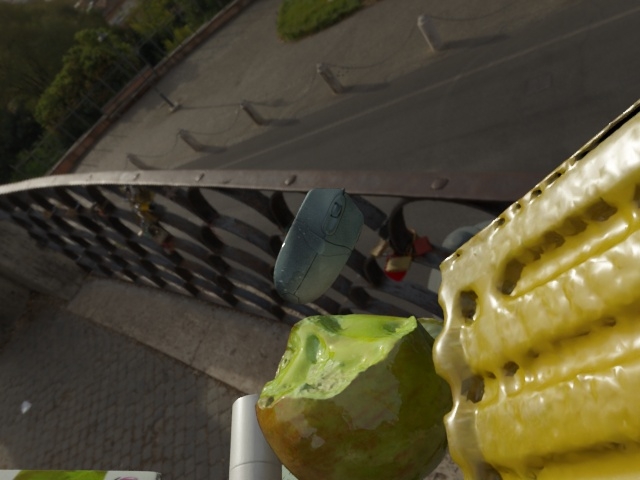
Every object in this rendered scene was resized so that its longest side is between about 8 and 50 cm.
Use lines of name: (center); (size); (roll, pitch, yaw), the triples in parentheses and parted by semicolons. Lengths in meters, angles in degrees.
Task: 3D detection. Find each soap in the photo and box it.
soap: (0.232, 0.088, 0.387); (0.335, 0.156, 0.293); (123, 152, -54)

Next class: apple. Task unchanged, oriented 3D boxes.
apple: (0.057, 0.191, 0.650); (0.226, 0.246, 0.246); (-36, 38, 23)

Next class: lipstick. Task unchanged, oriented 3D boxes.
lipstick: (-0.103, 0.414, 0.826); (0.087, 0.087, 0.326); (-29, 40, 20)

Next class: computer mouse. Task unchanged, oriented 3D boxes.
computer mouse: (0.001, 0.000, 0.864); (0.228, 0.113, 0.068); (-64, 9, -17)

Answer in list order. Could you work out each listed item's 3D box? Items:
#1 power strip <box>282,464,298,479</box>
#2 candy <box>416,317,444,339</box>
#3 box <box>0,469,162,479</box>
power strip: (-0.020, 0.788, 1.742); (0.357, 0.162, 0.357); (-62, 8, 16)
candy: (0.257, 0.321, 1.402); (0.260, 0.117, 0.259); (-22, 23, 10)
box: (-0.254, 0.245, 0.284); (0.106, 0.300, 0.199); (173, 102, -80)
